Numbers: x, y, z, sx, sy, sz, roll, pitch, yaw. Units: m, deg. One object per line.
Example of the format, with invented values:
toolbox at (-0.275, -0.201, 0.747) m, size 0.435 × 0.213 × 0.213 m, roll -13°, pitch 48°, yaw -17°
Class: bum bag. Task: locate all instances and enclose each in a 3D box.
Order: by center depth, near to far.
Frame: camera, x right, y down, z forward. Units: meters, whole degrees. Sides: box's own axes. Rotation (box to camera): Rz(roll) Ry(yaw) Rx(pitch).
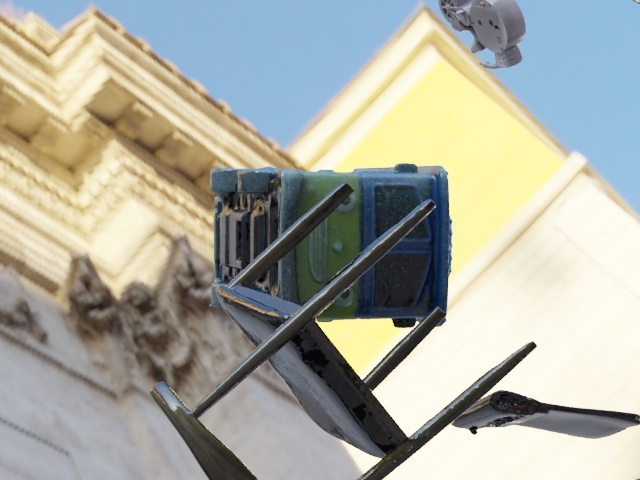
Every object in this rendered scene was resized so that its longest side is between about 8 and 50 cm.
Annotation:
bum bag at (0.213, 0.171, 1.420) m, size 0.159 × 0.109 × 0.026 m, roll 10°, pitch -109°, yaw -14°

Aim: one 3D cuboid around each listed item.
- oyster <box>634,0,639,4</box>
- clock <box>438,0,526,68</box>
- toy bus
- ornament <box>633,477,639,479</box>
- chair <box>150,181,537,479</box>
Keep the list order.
oyster at (0.208, -0.157, 0.559) m, size 0.351 × 0.162 × 0.158 m, roll -2°, pitch -57°, yaw 26°
clock at (0.176, -0.237, 1.638) m, size 0.041 × 0.129 × 0.087 m, roll -29°, pitch -57°, yaw -20°
toy bus at (0.000, 0.000, 1.472) m, size 0.190 × 0.312 × 0.152 m, roll 1°, pitch -88°, yaw -15°
ornament at (0.314, 0.211, 1.255) m, size 0.125 × 0.073 × 0.028 m, roll -30°, pitch -64°, yaw 31°
chair at (0.000, 0.103, 1.214) m, size 0.272 × 0.166 × 0.188 m, roll -43°, pitch -68°, yaw -15°
